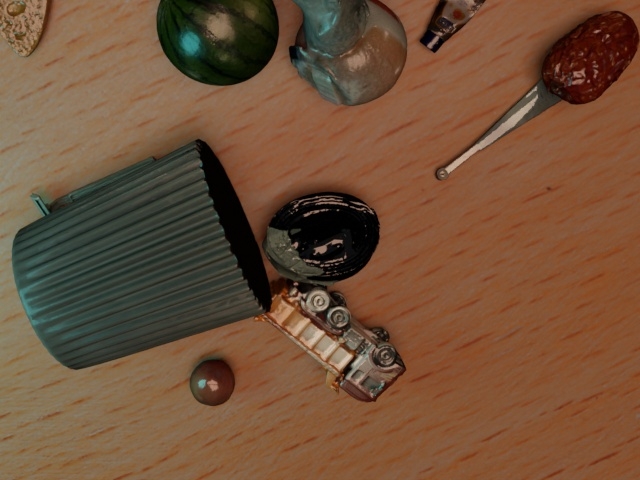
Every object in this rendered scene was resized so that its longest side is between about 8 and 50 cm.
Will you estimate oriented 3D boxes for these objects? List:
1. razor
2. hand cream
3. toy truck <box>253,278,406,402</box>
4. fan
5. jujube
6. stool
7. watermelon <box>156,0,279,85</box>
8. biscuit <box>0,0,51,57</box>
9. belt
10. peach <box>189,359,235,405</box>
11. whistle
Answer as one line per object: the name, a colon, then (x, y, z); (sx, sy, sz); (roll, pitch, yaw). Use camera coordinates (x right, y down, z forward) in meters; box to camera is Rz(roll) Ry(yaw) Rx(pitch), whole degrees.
razor: (-0.372, -0.091, 1.625); (0.211, 0.036, 0.084); (-27, 130, -4)
hand cream: (0.226, -0.385, 1.601); (0.062, 0.039, 0.163); (37, 96, 3)
toy truck: (0.016, 0.169, 1.687); (0.270, 0.114, 0.135); (39, 98, -12)
fan: (0.310, -0.198, 1.667); (0.282, 0.023, 0.057); (-36, 107, 3)
jujube: (0.450, -0.305, 1.603); (0.176, 0.109, 0.112); (-43, 101, -10)
stool: (-0.282, 0.037, 1.538); (0.330, 0.297, 0.297); (-22, 106, 4)
watermelon: (-0.169, -0.338, 1.491); (0.215, 0.188, 0.188); (20, 103, -34)
biscuit: (-0.485, -0.415, 1.522); (0.163, 0.035, 0.250); (-5, 103, 1)
belt: (0.000, 0.000, 1.634); (0.199, 0.078, 0.151); (-6, 77, -6)
peach: (-0.190, 0.249, 1.704); (0.083, 0.083, 0.083); (-1, 105, -5)
whistle: (0.032, -0.335, 1.479); (0.189, 0.348, 0.189); (-8, 65, 17)
